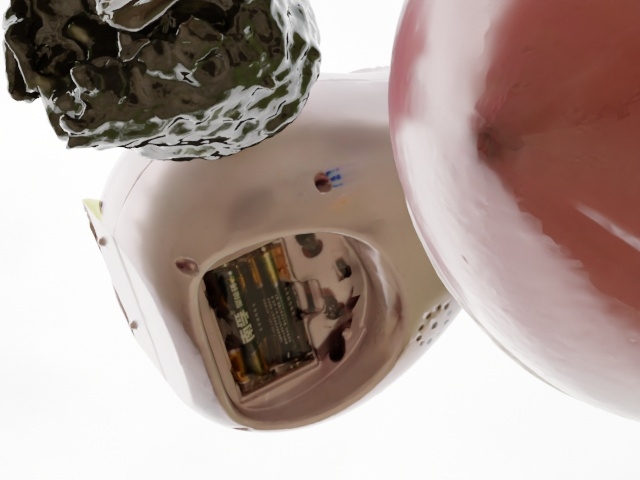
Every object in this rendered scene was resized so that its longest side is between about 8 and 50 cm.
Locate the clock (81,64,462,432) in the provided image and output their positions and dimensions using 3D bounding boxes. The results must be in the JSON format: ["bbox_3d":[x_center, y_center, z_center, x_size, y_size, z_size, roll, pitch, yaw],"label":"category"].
[{"bbox_3d":[0.000,0.000,1.343,0.377,0.250,0.368,-25,-54,-14],"label":"clock"}]

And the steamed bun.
[{"bbox_3d":[0.153,-0.054,0.592,0.309,0.309,0.309,-1,-81,-5],"label":"steamed bun"}]

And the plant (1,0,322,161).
[{"bbox_3d":[-0.108,-0.152,0.915,0.204,0.234,0.178,-22,-109,17],"label":"plant"}]
